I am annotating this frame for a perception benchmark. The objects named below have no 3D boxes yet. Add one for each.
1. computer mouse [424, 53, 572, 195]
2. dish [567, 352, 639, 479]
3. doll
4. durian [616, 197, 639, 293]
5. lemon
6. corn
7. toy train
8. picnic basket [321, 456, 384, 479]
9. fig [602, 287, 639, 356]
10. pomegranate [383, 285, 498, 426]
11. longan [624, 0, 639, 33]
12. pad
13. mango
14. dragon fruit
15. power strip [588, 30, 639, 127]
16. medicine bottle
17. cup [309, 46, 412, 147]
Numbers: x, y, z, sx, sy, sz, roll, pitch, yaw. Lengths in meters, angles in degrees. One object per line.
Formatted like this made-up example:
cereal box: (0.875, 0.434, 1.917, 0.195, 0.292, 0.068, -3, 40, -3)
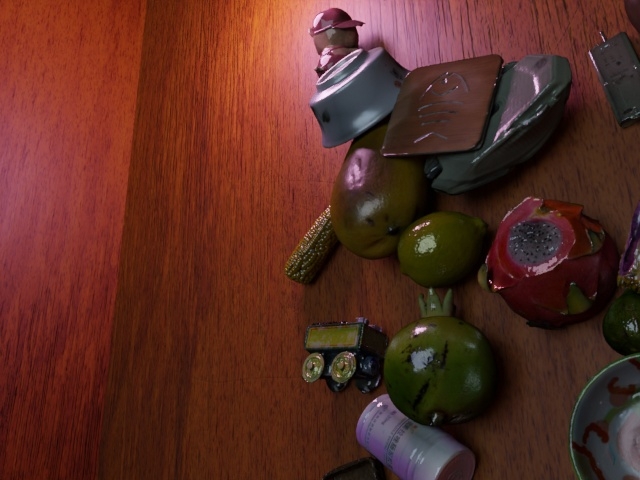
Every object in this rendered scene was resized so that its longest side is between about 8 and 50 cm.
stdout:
computer mouse: (0.443, -0.269, 1.575, 0.429, 0.145, 0.228, -41, 39, 23)
dish: (0.629, 0.373, 1.163, 0.324, 0.124, 0.324, -21, 55, 33)
doll: (0.060, -0.634, 2.112, 0.196, 0.152, 0.256, -7, 84, 10)
durian: (0.680, 0.000, 1.252, 0.186, 0.154, 0.261, 32, 88, 24)
lemon: (0.299, 0.019, 1.587, 0.248, 0.184, 0.184, -33, 53, 21)
corn: (-0.004, -0.001, 1.964, 0.313, 0.102, 0.102, -57, 44, 12)
toy train: (0.061, 0.316, 1.755, 0.260, 0.134, 0.178, -11, 58, 42)
picnic basket: (0.087, 0.631, 1.655, 0.193, 0.054, 0.110, -33, 54, 32)
fig: (0.623, 0.153, 1.262, 0.123, 0.123, 0.156, -8, 41, 43)
pomegranate: (0.273, 0.265, 1.484, 0.260, 0.260, 0.341, -27, 49, 36)
longan: (0.754, -0.508, 1.248, 0.318, 0.319, 0.319, -19, 62, 40)
pad: (0.301, -0.338, 1.619, 0.286, 0.018, 0.284, 2, 65, 40)
mango: (0.162, -0.159, 1.781, 0.301, 0.220, 0.445, -30, 42, 41)
dragon fruit: (0.485, 0.041, 1.383, 0.290, 0.189, 0.291, -19, 62, 40)
power strip: (0.682, -0.379, 1.462, 0.092, 0.034, 0.268, -30, 55, 35)
medicine bottle: (0.220, 0.486, 1.506, 0.254, 0.152, 0.152, 27, 94, 48)
cup: (0.099, -0.438, 1.864, 0.347, 0.163, 0.347, -35, 19, 14)
